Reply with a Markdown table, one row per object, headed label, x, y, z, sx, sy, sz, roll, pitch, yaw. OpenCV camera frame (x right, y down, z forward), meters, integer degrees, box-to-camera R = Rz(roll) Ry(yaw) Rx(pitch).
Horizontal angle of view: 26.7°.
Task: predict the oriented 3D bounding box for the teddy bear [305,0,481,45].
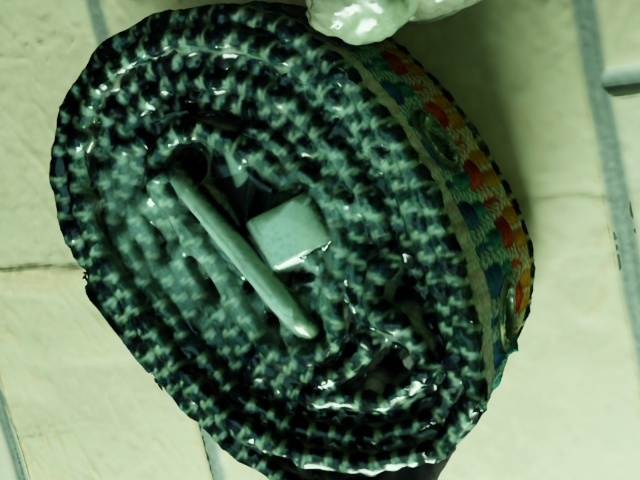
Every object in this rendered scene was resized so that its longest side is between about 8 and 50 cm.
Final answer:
| label | x | y | z | sx | sy | sz | roll | pitch | yaw |
| --- | --- | --- | --- | --- | --- | --- | --- | --- | --- |
| teddy bear | 0.010 | -0.233 | 0.655 | 0.267 | 0.151 | 0.236 | 53 | 133 | -1 |

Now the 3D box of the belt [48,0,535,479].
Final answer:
| label | x | y | z | sx | sy | sz | roll | pitch | yaw |
| --- | --- | --- | --- | --- | --- | --- | --- | --- | --- |
| belt | 0.000 | 0.000 | 0.750 | 0.295 | 0.160 | 0.207 | 46 | 109 | 8 |
